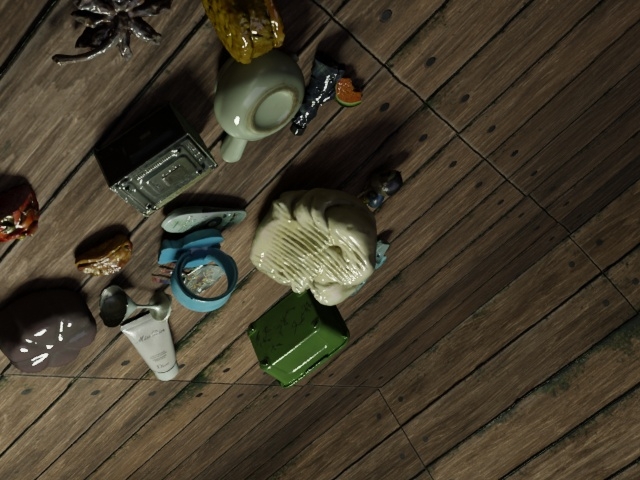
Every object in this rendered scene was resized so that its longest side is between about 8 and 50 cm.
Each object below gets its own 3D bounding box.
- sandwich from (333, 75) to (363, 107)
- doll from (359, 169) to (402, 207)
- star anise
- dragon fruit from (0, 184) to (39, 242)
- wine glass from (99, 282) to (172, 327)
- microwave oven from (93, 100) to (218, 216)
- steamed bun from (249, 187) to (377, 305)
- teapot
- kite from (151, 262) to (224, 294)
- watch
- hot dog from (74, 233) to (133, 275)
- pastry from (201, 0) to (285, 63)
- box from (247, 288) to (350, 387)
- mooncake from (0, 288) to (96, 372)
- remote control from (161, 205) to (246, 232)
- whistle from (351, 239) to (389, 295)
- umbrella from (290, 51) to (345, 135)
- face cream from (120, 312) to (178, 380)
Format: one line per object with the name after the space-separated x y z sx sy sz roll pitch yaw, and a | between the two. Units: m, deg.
0.059 -0.370 1.584 0.067 0.029 0.135 -45 147 10 | sandwich
0.177 -0.159 1.955 0.179 0.089 0.102 -36 -167 26 | doll
-0.361 -0.387 1.109 0.209 0.089 0.231 11 118 -40 | star anise
-0.655 -0.038 1.336 0.147 0.096 0.102 -27 153 -6 | dragon fruit
-0.508 0.185 1.784 0.122 0.122 0.183 -46 151 21 | wine glass
-0.353 -0.170 1.393 0.205 0.129 0.163 -35 151 3 | microwave oven
0.000 0.000 1.825 0.352 0.339 0.247 -60 178 32 | steamed bun
-0.164 -0.280 1.386 0.220 0.149 0.318 -2 138 -54 | teapot
-0.385 0.107 1.879 0.141 0.015 0.245 -44 152 17 | kite
-0.324 0.089 1.706 0.211 0.193 0.211 -17 162 -6 | watch
-0.537 0.041 1.593 0.147 0.065 0.099 -30 160 -9 | hot dog
-0.146 -0.425 1.173 0.103 0.189 0.189 -31 150 -10 | pastry
-0.091 0.334 2.268 0.328 0.253 0.178 -41 140 12 | box
-0.709 0.233 1.655 0.245 0.133 0.245 -30 149 -20 | mooncake
-0.305 -0.059 1.684 0.256 0.045 0.097 -2 148 -46 | remote control
0.146 0.101 2.298 0.186 0.093 0.274 12 125 -49 | whistle
-0.011 -0.342 1.530 0.224 0.080 0.071 -57 177 41 | umbrella
-0.523 0.331 2.027 0.143 0.089 0.314 -24 138 -16 | face cream
